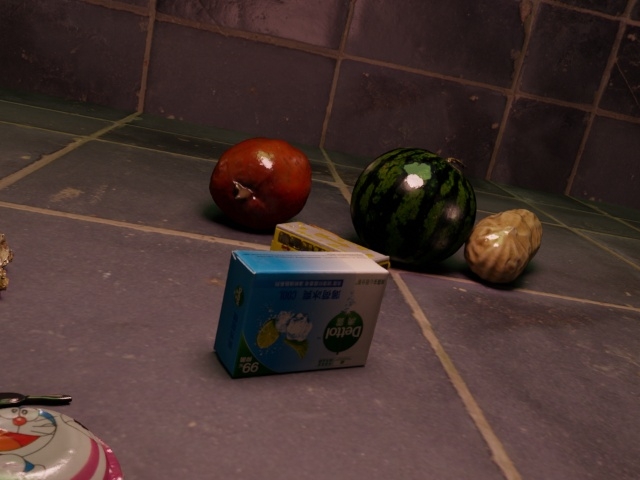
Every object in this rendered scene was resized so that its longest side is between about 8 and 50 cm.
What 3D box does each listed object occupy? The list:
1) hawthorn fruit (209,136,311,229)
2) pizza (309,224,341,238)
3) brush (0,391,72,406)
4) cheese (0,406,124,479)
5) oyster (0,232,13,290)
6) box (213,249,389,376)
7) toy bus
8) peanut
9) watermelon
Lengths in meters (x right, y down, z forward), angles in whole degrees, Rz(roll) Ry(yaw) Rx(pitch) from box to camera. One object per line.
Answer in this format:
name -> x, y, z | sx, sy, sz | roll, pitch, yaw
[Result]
hawthorn fruit -> -0.129, -0.123, 1.309 | 0.215, 0.215, 0.250 | 16, 15, 12
pizza -> 0.000, -0.001, 1.276 | 0.099, 0.035, 0.160 | 1, 19, -34
brush -> -0.285, 0.154, 0.595 | 0.083, 0.008, 0.024 | 6, 14, -20
cheese -> -0.214, 0.188, 0.436 | 0.155, 0.062, 0.244 | 5, 18, -29
oyster -> -0.464, 0.024, 0.824 | 0.177, 0.056, 0.105 | 20, 30, 28
box -> -0.023, 0.088, 0.772 | 0.194, 0.139, 0.073 | 1, 20, -32
toy bus -> 0.016, 0.031, 1.115 | 0.226, 0.074, 0.081 | 23, 19, 35
peanut -> 0.410, 0.003, 1.361 | 0.140, 0.153, 0.325 | 25, 27, 24
watermelon -> 0.190, -0.074, 1.299 | 0.269, 0.268, 0.269 | 11, 16, -3
